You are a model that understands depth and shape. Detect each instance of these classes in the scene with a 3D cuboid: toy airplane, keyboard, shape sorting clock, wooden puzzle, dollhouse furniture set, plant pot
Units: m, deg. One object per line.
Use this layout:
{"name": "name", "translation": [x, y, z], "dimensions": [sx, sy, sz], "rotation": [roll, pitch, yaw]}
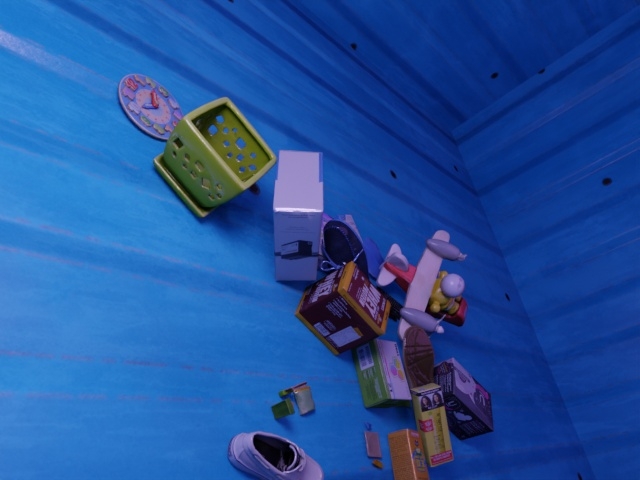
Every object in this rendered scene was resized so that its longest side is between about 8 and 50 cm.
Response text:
{"name": "toy airplane", "translation": [0.402, 0.160, 1.762], "dimensions": [0.384, 0.272, 0.387], "rotation": [-7, 83, -37]}
{"name": "keyboard", "translation": [0.273, 0.253, 1.786], "dimensions": [0.180, 0.023, 0.108], "rotation": [38, 37, -26]}
{"name": "shape sorting clock", "translation": [-0.461, -0.370, 1.312], "dimensions": [0.206, 0.040, 0.206], "rotation": [33, 40, -33]}
{"name": "wooden puzzle", "translation": [0.148, 0.582, 1.350], "dimensions": [0.078, 0.014, 0.117], "rotation": [36, 38, -37]}
{"name": "dollhouse furniture set", "translation": [-0.052, 0.400, 1.191], "dimensions": [0.151, 0.058, 0.076], "rotation": [1, 63, -53]}
{"name": "plant pot", "translation": [-0.286, -0.209, 1.256], "dimensions": [0.227, 0.207, 0.228], "rotation": [50, 33, -11]}

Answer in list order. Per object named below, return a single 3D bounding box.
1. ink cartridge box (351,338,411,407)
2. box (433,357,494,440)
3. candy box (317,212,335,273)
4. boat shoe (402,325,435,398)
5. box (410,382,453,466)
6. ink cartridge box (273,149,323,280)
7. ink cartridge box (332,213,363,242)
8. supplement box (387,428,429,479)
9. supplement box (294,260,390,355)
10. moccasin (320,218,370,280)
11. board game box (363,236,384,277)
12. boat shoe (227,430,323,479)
{"name": "ink cartridge box", "translation": [0.229, 0.426, 1.513], "dimensions": [0.255, 0.097, 0.189], "rotation": [19, 48, -44]}
{"name": "box", "translation": [0.492, 0.567, 1.702], "dimensions": [0.247, 0.142, 0.163], "rotation": [45, 35, -20]}
{"name": "candy box", "translation": [0.000, 0.000, 1.589], "dimensions": [0.164, 0.070, 0.197], "rotation": [27, 43, -39]}
{"name": "boat shoe", "translation": [0.327, 0.441, 1.594], "dimensions": [0.109, 0.098, 0.303], "rotation": [-8, 79, -12]}
{"name": "box", "translation": [0.348, 0.575, 1.487], "dimensions": [0.087, 0.058, 0.233], "rotation": [-8, 89, -16]}
{"name": "ink cartridge box", "translation": [-0.064, -0.062, 1.329], "dimensions": [0.128, 0.308, 0.223], "rotation": [2, 51, -4]}
{"name": "ink cartridge box", "translation": [0.097, -0.031, 1.761], "dimensions": [0.088, 0.052, 0.123], "rotation": [0, 62, -53]}
{"name": "supplement box", "translation": [0.261, 0.672, 1.365], "dimensions": [0.078, 0.080, 0.234], "rotation": [30, 40, -40]}
{"name": "supplement box", "translation": [0.068, 0.202, 1.394], "dimensions": [0.191, 0.194, 0.129], "rotation": [48, 33, -16]}
{"name": "moccasin", "translation": [0.087, 0.102, 1.467], "dimensions": [0.117, 0.137, 0.342], "rotation": [-47, 122, -46]}
{"name": "board game box", "translation": [0.187, 0.071, 1.818], "dimensions": [0.133, 0.033, 0.169], "rotation": [53, 34, -19]}
{"name": "boat shoe", "translation": [-0.077, 0.489, 1.055], "dimensions": [0.267, 0.088, 0.096], "rotation": [40, 36, -25]}
